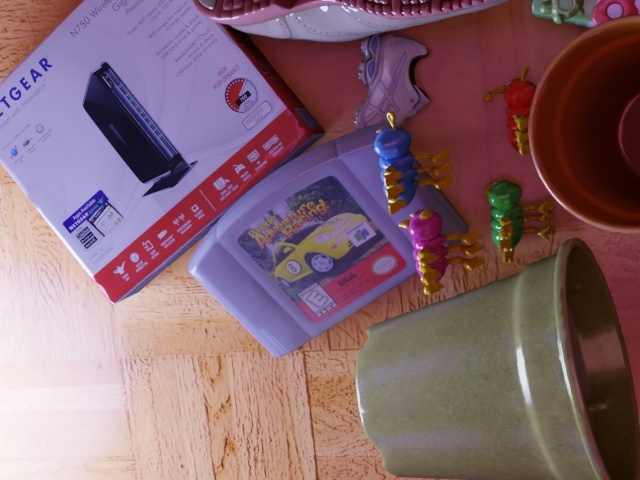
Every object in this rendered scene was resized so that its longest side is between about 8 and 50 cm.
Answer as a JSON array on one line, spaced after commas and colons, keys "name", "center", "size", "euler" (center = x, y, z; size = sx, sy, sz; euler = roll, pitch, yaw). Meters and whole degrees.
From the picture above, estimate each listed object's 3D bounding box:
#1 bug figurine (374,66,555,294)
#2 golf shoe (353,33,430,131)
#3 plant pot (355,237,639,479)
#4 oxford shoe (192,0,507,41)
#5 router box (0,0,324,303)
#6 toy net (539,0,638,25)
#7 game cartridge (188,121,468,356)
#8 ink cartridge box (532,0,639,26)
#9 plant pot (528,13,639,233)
[{"name": "bug figurine", "center": [0.161, -0.064, 1.019], "size": [0.072, 0.279, 0.216], "euler": [22, 127, 50]}, {"name": "golf shoe", "center": [0.083, -0.150, 1.082], "size": [0.086, 0.069, 0.176], "euler": [6, 102, 6]}, {"name": "plant pot", "center": [0.187, 0.157, 1.022], "size": [0.254, 0.276, 0.276], "euler": [-14, 96, 26]}, {"name": "oxford shoe", "center": [0.059, -0.285, 0.989], "size": [0.397, 0.146, 0.140], "euler": [6, 86, 29]}, {"name": "router box", "center": [-0.218, -0.140, 1.143], "size": [0.335, 0.082, 0.301], "euler": [-40, 89, 16]}, {"name": "toy net", "center": [0.331, -0.266, 0.892], "size": [0.232, 0.045, 0.122], "euler": [4, 101, 14]}, {"name": "game cartridge", "center": [0.000, 0.000, 1.091], "size": [0.294, 0.060, 0.196], "euler": [-35, 113, 16]}, {"name": "ink cartridge box", "center": [0.376, -0.306, 0.959], "size": [0.273, 0.115, 0.198], "euler": [14, 102, 11]}, {"name": "plant pot", "center": [0.341, -0.112, 0.945], "size": [0.205, 0.188, 0.205], "euler": [2, 94, 32]}]
